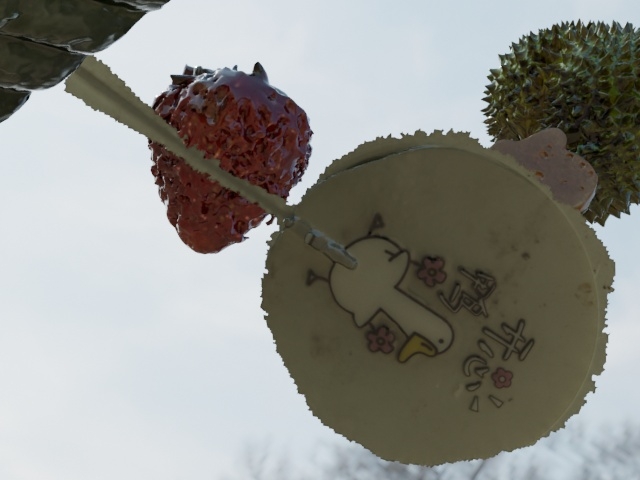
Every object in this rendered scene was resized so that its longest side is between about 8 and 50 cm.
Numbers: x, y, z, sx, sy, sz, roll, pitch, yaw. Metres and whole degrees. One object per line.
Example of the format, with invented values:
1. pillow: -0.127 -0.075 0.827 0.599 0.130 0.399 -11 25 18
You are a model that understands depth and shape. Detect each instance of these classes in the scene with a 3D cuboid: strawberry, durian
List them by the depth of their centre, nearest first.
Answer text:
1. strawberry: -0.100 -0.086 1.725 0.187 0.201 0.184 20 3 36
2. durian: 0.342 -0.144 2.144 0.291 0.224 0.291 11 -56 17

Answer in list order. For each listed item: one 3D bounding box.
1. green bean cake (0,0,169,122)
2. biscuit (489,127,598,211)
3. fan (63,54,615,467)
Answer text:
1. green bean cake: -0.141 -0.140 0.591 0.183 0.094 0.185 -29 -113 38
2. biscuit: 0.258 -0.081 1.992 0.140 0.118 0.023 19 -27 18
3. fan: 0.000 0.000 1.133 0.415 0.012 0.233 31 -73 5
